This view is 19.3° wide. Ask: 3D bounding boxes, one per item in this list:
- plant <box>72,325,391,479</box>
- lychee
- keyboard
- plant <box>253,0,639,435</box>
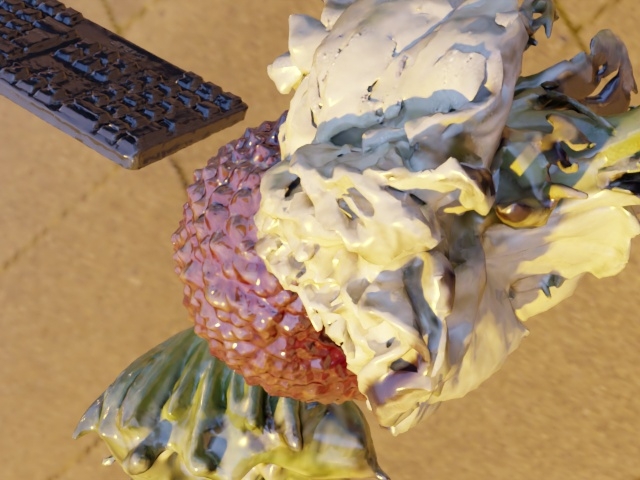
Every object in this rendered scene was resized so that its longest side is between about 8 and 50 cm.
[{"bbox_3d":[-0.051,0.092,1.512,0.251,0.180,0.333,6,48,7],"label":"plant"},{"bbox_3d":[0.000,0.000,1.115,0.188,0.188,0.188,-12,68,32],"label":"lychee"},{"bbox_3d":[-0.121,-0.080,0.678,0.204,0.061,0.013,30,126,27],"label":"keyboard"},{"bbox_3d":[0.051,-0.015,0.415,0.122,0.104,0.116,-15,31,16],"label":"plant"}]
